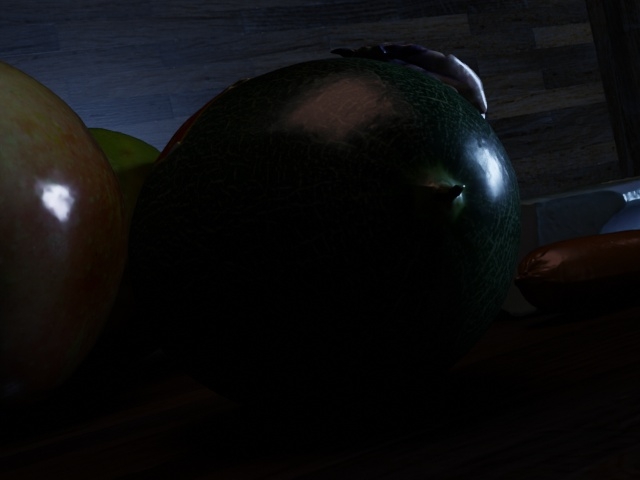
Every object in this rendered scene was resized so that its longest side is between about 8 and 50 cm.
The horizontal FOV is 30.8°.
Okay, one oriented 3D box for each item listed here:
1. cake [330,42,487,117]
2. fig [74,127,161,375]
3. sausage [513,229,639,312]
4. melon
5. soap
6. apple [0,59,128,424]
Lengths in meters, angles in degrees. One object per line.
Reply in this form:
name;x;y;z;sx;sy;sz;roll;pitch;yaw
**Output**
cake;0.073;-0.089;1.488;0.332;0.321;0.332;-11;2;0
fig;-0.228;0.016;1.163;0.258;0.258;0.326;-12;12;-19
sausage;0.214;0.019;0.830;0.183;0.054;0.062;-10;32;-25
melon;0.000;0.000;0.601;0.182;0.182;0.287;-12;-1;-28
soap;0.208;0.001;0.961;0.145;0.091;0.230;-12;-1;44
apple;-0.298;-0.003;0.888;0.319;0.319;0.277;-12;13;21
